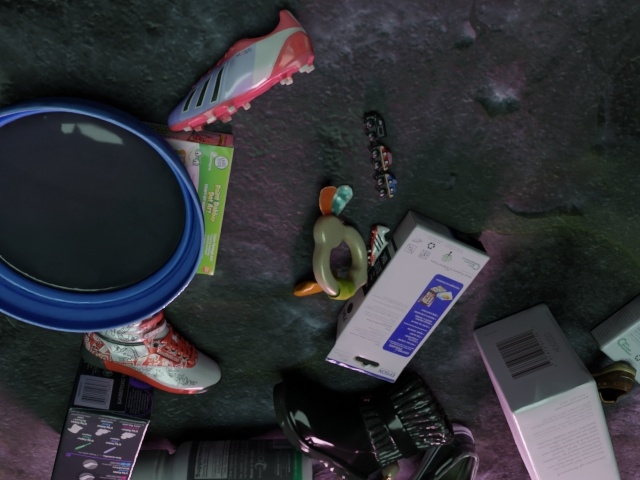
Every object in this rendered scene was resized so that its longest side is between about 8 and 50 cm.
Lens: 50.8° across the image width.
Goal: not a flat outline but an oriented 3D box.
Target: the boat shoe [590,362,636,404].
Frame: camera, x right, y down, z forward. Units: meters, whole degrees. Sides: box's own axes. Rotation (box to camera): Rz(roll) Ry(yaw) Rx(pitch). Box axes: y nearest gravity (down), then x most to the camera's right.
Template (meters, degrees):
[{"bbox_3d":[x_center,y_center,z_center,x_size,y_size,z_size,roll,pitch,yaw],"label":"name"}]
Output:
[{"bbox_3d":[0.593,0.313,1.418,0.064,0.060,0.178,22,149,-2],"label":"boat shoe"}]

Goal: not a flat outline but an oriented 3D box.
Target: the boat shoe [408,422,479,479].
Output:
[{"bbox_3d":[0.259,0.573,1.511,0.121,0.119,0.335,12,109,-8],"label":"boat shoe"}]

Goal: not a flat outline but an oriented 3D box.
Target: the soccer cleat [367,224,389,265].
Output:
[{"bbox_3d":[0.103,0.010,1.205,0.035,0.029,0.083,3,118,-5],"label":"soccer cleat"}]

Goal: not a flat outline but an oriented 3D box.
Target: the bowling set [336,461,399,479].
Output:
[{"bbox_3d":[0.035,0.577,1.488,0.199,0.287,0.154,22,117,18],"label":"bowling set"}]

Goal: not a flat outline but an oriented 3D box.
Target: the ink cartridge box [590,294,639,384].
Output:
[{"bbox_3d":[0.784,0.187,1.390,0.324,0.071,0.330,38,110,-25],"label":"ink cartridge box"}]

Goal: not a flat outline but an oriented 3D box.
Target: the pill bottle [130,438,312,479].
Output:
[{"bbox_3d":[-0.198,0.516,1.388,0.360,0.204,0.204,-1,123,-3],"label":"pill bottle"}]

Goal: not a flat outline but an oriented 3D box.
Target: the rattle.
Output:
[{"bbox_3d":[0.000,0.000,1.184,0.130,0.142,0.200,-29,110,-25],"label":"rattle"}]

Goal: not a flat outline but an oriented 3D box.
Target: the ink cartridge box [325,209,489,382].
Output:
[{"bbox_3d":[0.151,0.113,1.259,0.165,0.065,0.333,22,116,-21],"label":"ink cartridge box"}]

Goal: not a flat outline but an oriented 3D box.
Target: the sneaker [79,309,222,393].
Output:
[{"bbox_3d":[-0.289,0.187,1.231,0.270,0.090,0.145,19,121,-16],"label":"sneaker"}]

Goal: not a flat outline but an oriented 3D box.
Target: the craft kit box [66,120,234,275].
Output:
[{"bbox_3d":[-0.278,-0.068,1.087,0.246,0.061,0.250,9,122,-10],"label":"craft kit box"}]

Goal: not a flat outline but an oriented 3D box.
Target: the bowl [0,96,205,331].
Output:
[{"bbox_3d":[-0.371,-0.033,1.020,0.390,0.077,0.391,-3,124,-5],"label":"bowl"}]

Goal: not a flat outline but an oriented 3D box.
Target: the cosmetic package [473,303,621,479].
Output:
[{"bbox_3d":[0.475,0.377,1.378,0.161,0.230,0.453,-23,124,7],"label":"cosmetic package"}]

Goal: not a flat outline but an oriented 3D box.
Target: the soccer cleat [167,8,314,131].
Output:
[{"bbox_3d":[-0.125,-0.241,0.989,0.248,0.083,0.095,-25,94,15],"label":"soccer cleat"}]

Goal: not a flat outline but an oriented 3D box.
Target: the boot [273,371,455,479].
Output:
[{"bbox_3d":[0.092,0.346,1.363,0.260,0.131,0.348,-31,128,17],"label":"boot"}]

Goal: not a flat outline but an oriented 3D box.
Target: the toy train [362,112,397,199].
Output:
[{"bbox_3d":[0.101,-0.137,1.109,0.036,0.027,0.158,-20,124,-8],"label":"toy train"}]

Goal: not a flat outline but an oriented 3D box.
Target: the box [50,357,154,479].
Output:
[{"bbox_3d":[-0.417,0.365,1.285,0.143,0.165,0.270,14,119,-16],"label":"box"}]
